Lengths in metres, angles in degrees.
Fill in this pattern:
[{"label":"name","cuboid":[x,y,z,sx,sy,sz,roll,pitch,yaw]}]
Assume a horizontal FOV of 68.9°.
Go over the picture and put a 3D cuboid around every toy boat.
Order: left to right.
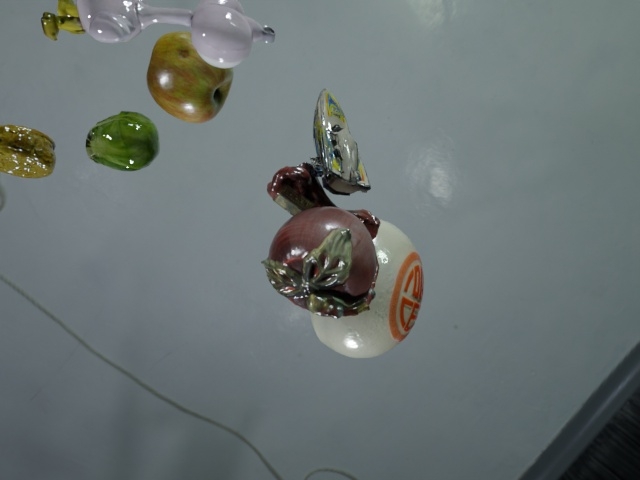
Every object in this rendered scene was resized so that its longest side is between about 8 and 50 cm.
[{"label":"toy boat","cuboid":[0.020,-0.158,0.716,0.084,0.066,0.210,14,54,-35]}]

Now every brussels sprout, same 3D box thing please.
[{"label":"brussels sprout","cuboid":[-0.712,-0.353,1.679,0.272,0.219,0.210,-1,128,9]}]

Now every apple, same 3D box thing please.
[{"label":"apple","cuboid":[-0.404,-0.499,1.419,0.265,0.264,0.264,-1,98,-7]}]

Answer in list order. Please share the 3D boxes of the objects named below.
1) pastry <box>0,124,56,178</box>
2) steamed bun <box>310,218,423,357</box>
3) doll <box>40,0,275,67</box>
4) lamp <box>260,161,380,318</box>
[{"label":"pastry","cuboid":[-1.038,-0.300,1.597,0.240,0.235,0.132,-14,74,26]},{"label":"steamed bun","cuboid":[0.112,0.098,0.934,0.177,0.283,0.282,10,98,28]},{"label":"doll","cuboid":[-0.259,-0.369,0.785,0.366,0.160,0.094,5,136,-10]},{"label":"lamp","cuboid":[-0.008,0.009,0.674,0.215,0.223,0.151,39,109,-14]}]
